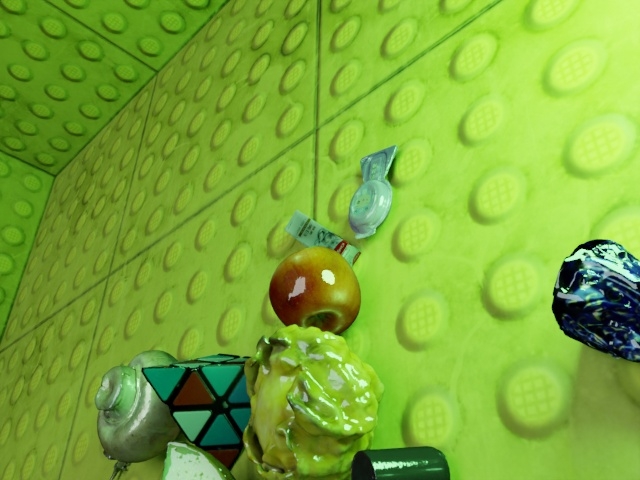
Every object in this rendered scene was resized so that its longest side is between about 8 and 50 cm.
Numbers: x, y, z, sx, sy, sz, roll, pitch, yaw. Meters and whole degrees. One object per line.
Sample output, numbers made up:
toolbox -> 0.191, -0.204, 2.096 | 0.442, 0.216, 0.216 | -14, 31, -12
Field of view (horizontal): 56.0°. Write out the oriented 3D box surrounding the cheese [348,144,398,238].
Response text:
cheese -> 0.097, -0.089, 1.133 | 0.105, 0.042, 0.190 | -16, 52, 43

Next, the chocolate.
chocolate -> 0.392, 0.114, 0.587 | 0.148, 0.126, 0.343 | -31, 37, -24

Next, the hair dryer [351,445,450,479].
hair dryer -> 0.107, 0.393, 0.769 | 0.070, 0.114, 0.248 | 153, 117, -70

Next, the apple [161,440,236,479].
apple -> -0.194, 0.507, 0.956 | 0.254, 0.179, 0.346 | -25, 54, 46

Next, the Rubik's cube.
Rubik's cube -> -0.139, 0.301, 1.134 | 0.234, 0.284, 0.250 | -22, 74, 14

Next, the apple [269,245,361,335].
apple -> -0.008, 0.094, 1.038 | 0.163, 0.163, 0.139 | -45, 41, 21

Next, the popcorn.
popcorn -> -0.014, 0.256, 0.912 | 0.250, 0.190, 0.250 | -7, 78, 39

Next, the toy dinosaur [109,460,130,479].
toy dinosaur -> -0.476, 0.539, 1.420 | 0.041, 0.026, 0.113 | -6, 53, 57

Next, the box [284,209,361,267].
box -> 0.000, 0.000, 1.193 | 0.055, 0.039, 0.218 | -58, 36, 1

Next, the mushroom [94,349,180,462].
mushroom -> -0.397, 0.364, 1.317 | 0.255, 0.184, 0.254 | -19, 51, 25
